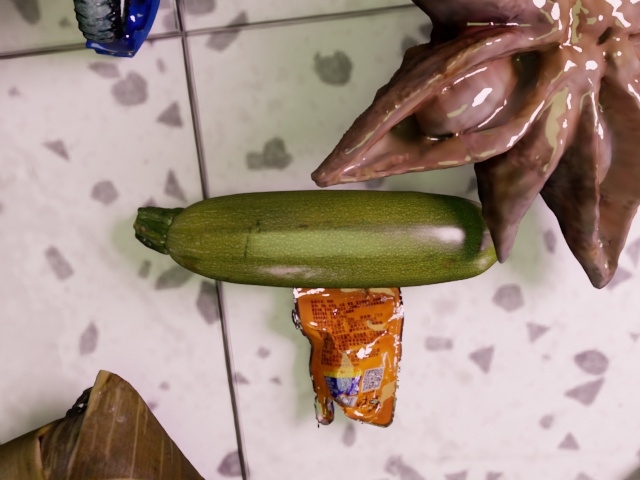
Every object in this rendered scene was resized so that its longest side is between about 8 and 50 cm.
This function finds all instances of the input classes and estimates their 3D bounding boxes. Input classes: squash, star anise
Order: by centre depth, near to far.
[{"bbox_3d":[0.127,-0.133,0.430,0.349,0.109,0.293,15,86,-26],"label":"star anise"},{"bbox_3d":[0.000,0.000,0.475,0.251,0.066,0.066,0,97,-2],"label":"squash"}]

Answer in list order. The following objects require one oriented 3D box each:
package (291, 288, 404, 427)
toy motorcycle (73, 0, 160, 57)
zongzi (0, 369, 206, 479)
[{"bbox_3d":[0.020,0.077,0.503,0.077,0.033,0.111,-1,92,7],"label":"package"},{"bbox_3d":[-0.111,-0.262,0.400,0.113,0.169,0.316,5,106,-10],"label":"toy motorcycle"},{"bbox_3d":[-0.196,0.255,0.379,0.289,0.318,0.154,-29,118,2],"label":"zongzi"}]
